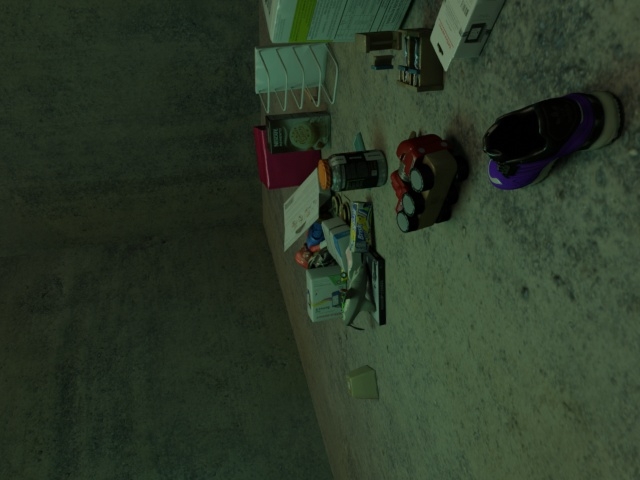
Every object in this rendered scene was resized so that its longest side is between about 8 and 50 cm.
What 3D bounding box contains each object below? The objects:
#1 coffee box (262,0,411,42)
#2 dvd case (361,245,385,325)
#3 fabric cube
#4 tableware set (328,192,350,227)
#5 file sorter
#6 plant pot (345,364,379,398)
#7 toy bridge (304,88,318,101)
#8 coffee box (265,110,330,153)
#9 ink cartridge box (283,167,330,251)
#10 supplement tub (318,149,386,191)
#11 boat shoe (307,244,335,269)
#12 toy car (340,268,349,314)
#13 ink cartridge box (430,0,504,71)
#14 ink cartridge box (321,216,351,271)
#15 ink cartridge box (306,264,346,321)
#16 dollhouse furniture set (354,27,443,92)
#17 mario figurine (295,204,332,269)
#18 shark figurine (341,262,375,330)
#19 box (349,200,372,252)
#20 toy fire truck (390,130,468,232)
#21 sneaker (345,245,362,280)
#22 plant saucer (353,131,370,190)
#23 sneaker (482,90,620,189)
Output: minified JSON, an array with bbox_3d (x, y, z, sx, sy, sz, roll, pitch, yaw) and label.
[{"bbox_3d":[0.038,-0.709,1.331,0.338,0.335,0.337,117,144,-66],"label":"coffee box"},{"bbox_3d":[0.178,0.147,1.944,0.179,0.030,0.238,-128,31,-65],"label":"dvd case"},{"bbox_3d":[-0.147,-0.388,2.535,0.259,0.254,0.258,-135,37,-68],"label":"fabric cube"},{"bbox_3d":[0.072,-0.123,2.218,0.194,0.039,0.128,-126,31,-65],"label":"tableware set"},{"bbox_3d":[-0.087,-0.600,2.100,0.192,0.278,0.173,98,156,-50],"label":"file sorter"},{"bbox_3d":[0.154,0.544,2.149,0.109,0.096,0.109,175,87,-77],"label":"plant pot"},{"bbox_3d":[-0.052,-0.675,2.364,0.026,0.063,0.188,169,92,-77],"label":"toy bridge"},{"bbox_3d":[-0.089,-0.432,2.261,0.098,0.247,0.141,-121,26,-61],"label":"coffee box"},{"bbox_3d":[-0.060,-0.121,2.391,0.296,0.066,0.261,-43,41,45],"label":"ink cartridge box"},{"bbox_3d":[0.095,-0.210,1.717,0.117,0.191,0.116,172,90,-77],"label":"supplement tub"},{"bbox_3d":[0.014,0.088,2.394,0.233,0.084,0.079,-43,20,50],"label":"boat shoe"},{"bbox_3d":[0.104,0.205,2.168,0.225,0.053,0.238,-89,-2,-61],"label":"toy car"},{"bbox_3d":[0.277,-0.425,1.081,0.180,0.060,0.104,105,153,-59],"label":"ink cartridge box"},{"bbox_3d":[0.079,0.011,2.115,0.190,0.082,0.139,-124,17,-62],"label":"ink cartridge box"},{"bbox_3d":[0.025,0.223,2.378,0.093,0.155,0.212,-122,28,-59],"label":"ink cartridge box"},{"bbox_3d":[0.169,-0.408,1.285,0.129,0.184,0.129,-124,29,-63],"label":"dollhouse furniture set"},{"bbox_3d":[0.000,0.000,2.526,0.198,0.170,0.320,-55,-16,-52],"label":"mario figurine"},{"bbox_3d":[0.132,0.235,1.937,0.166,0.116,0.278,-59,-18,-55],"label":"shark figurine"},{"bbox_3d":[0.134,-0.045,1.898,0.059,0.054,0.168,-151,64,-73],"label":"box"},{"bbox_3d":[0.227,-0.176,1.327,0.217,0.159,0.246,98,149,-52],"label":"toy fire truck"},{"bbox_3d":[0.117,0.074,1.993,0.070,0.051,0.134,-120,28,-67],"label":"sneaker"},{"bbox_3d":[0.141,-0.262,1.881,0.067,0.018,0.192,110,150,-64],"label":"plant saucer"},{"bbox_3d":[0.313,-0.152,0.898,0.293,0.146,0.102,131,129,-73],"label":"sneaker"}]
